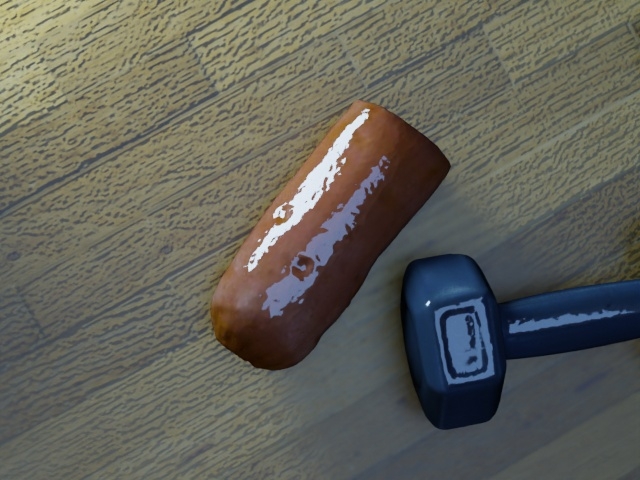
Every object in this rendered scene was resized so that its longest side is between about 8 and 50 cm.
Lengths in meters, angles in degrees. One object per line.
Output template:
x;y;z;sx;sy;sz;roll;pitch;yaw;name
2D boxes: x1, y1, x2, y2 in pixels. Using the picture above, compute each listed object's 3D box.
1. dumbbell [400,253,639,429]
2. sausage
0.236;0.071;1.707;0.325;0.160;0.144;-8;59;-6;dumbbell
0.000;0.000;1.701;0.113;0.113;0.259;38;85;-5;sausage
